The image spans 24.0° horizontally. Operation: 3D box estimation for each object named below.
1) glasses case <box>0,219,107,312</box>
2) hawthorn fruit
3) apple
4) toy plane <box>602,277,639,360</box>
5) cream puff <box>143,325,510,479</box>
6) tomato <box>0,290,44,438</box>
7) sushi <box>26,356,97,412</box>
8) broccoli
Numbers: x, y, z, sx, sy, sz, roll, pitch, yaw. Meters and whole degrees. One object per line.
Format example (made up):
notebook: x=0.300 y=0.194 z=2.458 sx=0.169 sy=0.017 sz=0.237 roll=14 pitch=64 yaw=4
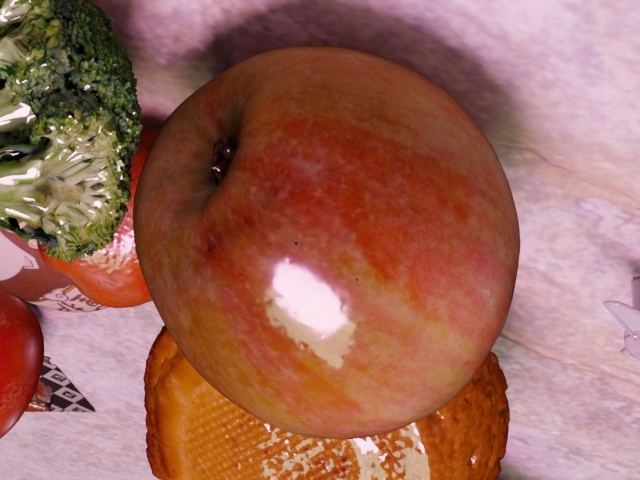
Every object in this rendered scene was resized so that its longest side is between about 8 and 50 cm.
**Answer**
glasses case: x=-0.284 y=-0.037 z=1.209 sx=0.122 sy=0.082 sz=0.321 roll=-25 pitch=132 yaw=39
hawthorn fruit: x=-0.144 y=-0.020 z=1.150 sx=0.138 sy=0.132 sz=0.133 roll=-22 pitch=137 yaw=18
apple: x=0.000 y=0.000 z=1.008 sx=0.257 sy=0.256 sz=0.234 roll=-17 pitch=147 yaw=38
toy plane: x=0.352 y=0.077 z=1.157 sx=0.255 sy=0.101 sz=0.251 roll=0 pitch=158 yaw=19
cream puff: x=0.013 y=0.136 z=1.254 sx=0.303 sy=0.212 sz=0.303 roll=9 pitch=113 yaw=23
tomato: x=-0.332 y=0.116 z=1.411 sx=0.167 sy=0.167 sz=0.167 roll=9 pitch=148 yaw=6
sushi: x=-0.316 y=0.164 z=1.587 sx=0.126 sy=0.026 sz=0.120 roll=-3 pitch=144 yaw=22
broccoli: x=-0.243 y=-0.083 z=0.992 sx=0.269 sy=0.241 sz=0.261 roll=48 pitch=144 yaw=6
